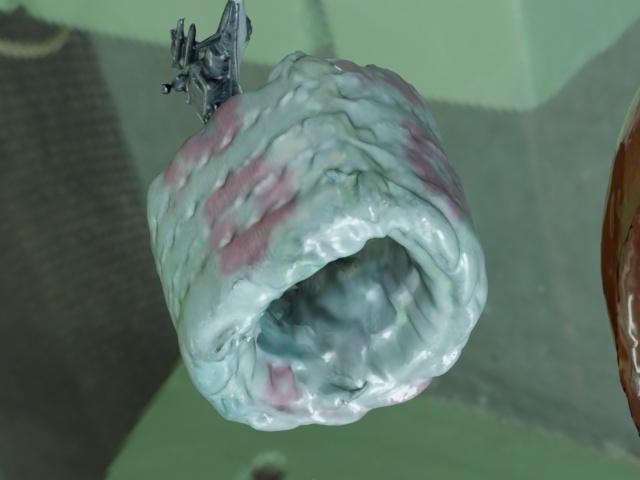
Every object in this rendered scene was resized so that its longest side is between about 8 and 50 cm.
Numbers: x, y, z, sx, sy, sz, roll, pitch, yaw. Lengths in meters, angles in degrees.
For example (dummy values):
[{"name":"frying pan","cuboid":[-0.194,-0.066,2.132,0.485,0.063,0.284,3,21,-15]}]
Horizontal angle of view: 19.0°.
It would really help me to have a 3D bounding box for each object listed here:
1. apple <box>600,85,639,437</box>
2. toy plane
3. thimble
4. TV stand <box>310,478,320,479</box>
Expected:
[{"name":"apple","cuboid":[0.236,0.000,0.751,0.251,0.206,0.272,-20,117,23]},{"name":"toy plane","cuboid":[-0.090,-0.137,1.635,0.160,0.082,0.234,54,170,20]},{"name":"thimble","cuboid":[0.000,0.000,1.122,0.211,0.185,0.149,104,154,-47]},{"name":"TV stand","cuboid":[0.081,0.226,1.250,0.269,0.083,0.088,13,136,-38]}]
